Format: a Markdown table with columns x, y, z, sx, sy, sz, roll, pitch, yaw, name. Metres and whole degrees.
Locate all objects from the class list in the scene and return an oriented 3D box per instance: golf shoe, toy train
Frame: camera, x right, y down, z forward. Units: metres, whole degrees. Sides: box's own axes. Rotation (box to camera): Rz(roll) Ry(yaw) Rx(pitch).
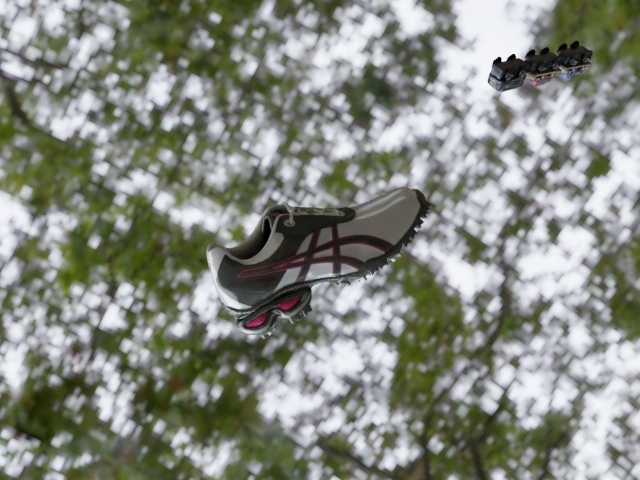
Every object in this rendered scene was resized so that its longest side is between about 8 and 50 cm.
| x | y | z | sx | sy | sz | roll | pitch | yaw | name |
| --- | --- | --- | --- | --- | --- | --- | --- | --- | --- |
| 0.000 | 0.000 | 1.842 | 0.120 | 0.273 | 0.105 | 61 | 171 | -19 | golf shoe |
| 0.213 | -0.166 | 1.534 | 0.158 | 0.036 | 0.027 | -17 | -133 | -45 | toy train |
